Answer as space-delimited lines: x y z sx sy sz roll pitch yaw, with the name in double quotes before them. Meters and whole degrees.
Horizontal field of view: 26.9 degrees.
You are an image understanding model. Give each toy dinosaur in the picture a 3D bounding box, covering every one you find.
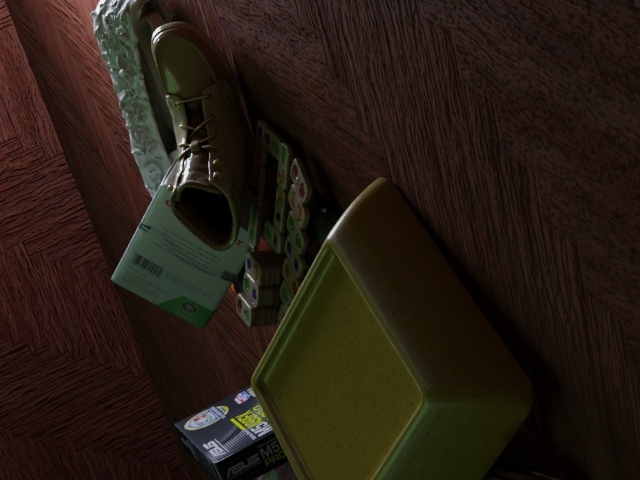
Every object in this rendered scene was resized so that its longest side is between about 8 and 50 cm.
"toy dinosaur" 0.000 0.000 1.679 0.268 0.064 0.118 -132 37 -52

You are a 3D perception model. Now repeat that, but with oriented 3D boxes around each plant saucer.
"plant saucer" 0.043 0.157 1.419 0.333 0.081 0.333 58 134 37

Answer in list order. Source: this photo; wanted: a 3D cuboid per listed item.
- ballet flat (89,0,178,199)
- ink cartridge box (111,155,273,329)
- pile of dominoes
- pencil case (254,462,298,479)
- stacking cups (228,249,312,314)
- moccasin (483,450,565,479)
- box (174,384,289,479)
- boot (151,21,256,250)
"ballet flat" -0.217 -0.185 1.981 0.409 0.147 0.147 67 164 -12
"ink cartridge box" -0.186 0.003 1.946 0.160 0.093 0.219 29 129 -6
"pile of dominoes" -0.070 -0.008 1.721 0.196 0.040 0.251 -135 46 -59
"pencil case" -0.026 0.449 2.294 0.160 0.167 0.386 35 -174 -39
"stacking cups" -0.093 0.063 2.003 0.096 0.096 0.316 66 164 -5
"moccasin" 0.139 0.237 1.451 0.380 0.139 0.147 25 101 62
"box" -0.105 0.308 2.210 0.060 0.216 0.270 68 165 -13
"boot" -0.161 -0.136 1.755 0.203 0.095 0.262 -81 -25 -55
